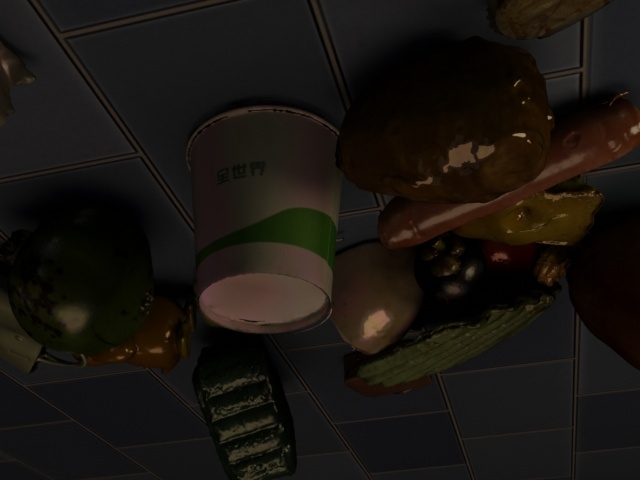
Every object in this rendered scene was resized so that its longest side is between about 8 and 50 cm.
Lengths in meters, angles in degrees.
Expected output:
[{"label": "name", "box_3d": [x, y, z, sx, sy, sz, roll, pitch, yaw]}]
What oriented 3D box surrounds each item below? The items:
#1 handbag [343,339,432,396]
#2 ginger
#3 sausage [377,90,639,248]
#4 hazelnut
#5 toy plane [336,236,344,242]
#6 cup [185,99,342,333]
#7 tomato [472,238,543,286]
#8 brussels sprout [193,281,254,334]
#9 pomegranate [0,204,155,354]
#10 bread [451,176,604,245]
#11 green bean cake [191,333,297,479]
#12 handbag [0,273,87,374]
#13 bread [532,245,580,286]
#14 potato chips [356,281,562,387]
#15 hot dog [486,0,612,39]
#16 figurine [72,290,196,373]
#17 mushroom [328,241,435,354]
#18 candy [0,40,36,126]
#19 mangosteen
[{"label": "handbag", "box_3d": [0.161, 0.306, 1.883, 0.193, 0.072, 0.151, -18, 144, 21]}, {"label": "ginger", "box_3d": [0.170, -0.153, 1.054, 0.269, 0.200, 0.223, 6, 147, -12]}, {"label": "sausage", "box_3d": [0.273, -0.096, 1.197, 0.419, 0.094, 0.094, -24, 154, 15]}, {"label": "hazelnut", "box_3d": [0.610, 0.090, 1.352, 0.366, 0.366, 0.366, -1, 147, -1]}, {"label": "toy plane", "box_3d": [0.000, 0.000, 1.438, 0.078, 0.031, 0.083, 9, 145, -16]}, {"label": "cup", "box_3d": [-0.079, -0.023, 1.175, 0.253, 0.274, 0.253, -1, 147, -1]}, {"label": "tomato", "box_3d": [0.343, 0.041, 1.483, 0.155, 0.069, 0.155, -2, 147, -1]}, {"label": "brussels sprout", "box_3d": [-0.181, 0.131, 1.580, 0.139, 0.100, 0.181, -3, 168, 31]}, {"label": "pomegranate", "box_3d": [-0.406, 0.060, 1.331, 0.270, 0.254, 0.254, 24, 143, -7]}, {"label": "bread", "box_3d": [0.334, -0.057, 1.321, 0.233, 0.088, 0.161, 0, 142, 2]}, {"label": "green bean cake", "box_3d": [-0.166, 0.361, 1.800, 0.169, 0.300, 0.308, -17, -172, 0]}, {"label": "handbag", "box_3d": [-0.579, 0.159, 1.476, 0.315, 0.109, 0.241, 38, 140, -4]}, {"label": "bread", "box_3d": [0.429, 0.040, 1.462, 0.110, 0.044, 0.083, -29, 141, -39]}, {"label": "potato chips", "box_3d": [0.277, 0.187, 1.572, 0.358, 0.070, 0.429, -5, 155, -45]}, {"label": "hot dog", "box_3d": [0.303, -0.326, 0.908, 0.270, 0.082, 0.162, -28, 148, 22]}, {"label": "figurine", "box_3d": [-0.362, 0.175, 1.558, 0.228, 0.215, 0.215, 23, 142, -12]}, {"label": "mushroom", "box_3d": [0.135, 0.113, 1.499, 0.236, 0.162, 0.173, 18, 144, -30]}, {"label": "candy", "box_3d": [-0.494, -0.214, 0.991, 0.185, 0.137, 0.195, -13, 143, 16]}, {"label": "mangosteen", "box_3d": [0.222, 0.038, 1.407, 0.137, 0.137, 0.151, -14, 138, 18]}]
